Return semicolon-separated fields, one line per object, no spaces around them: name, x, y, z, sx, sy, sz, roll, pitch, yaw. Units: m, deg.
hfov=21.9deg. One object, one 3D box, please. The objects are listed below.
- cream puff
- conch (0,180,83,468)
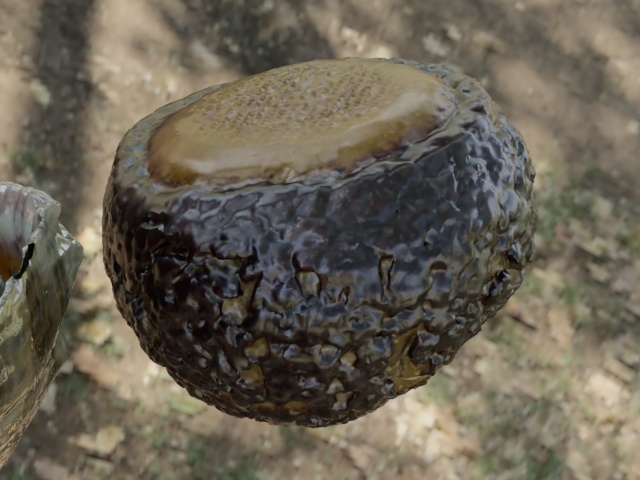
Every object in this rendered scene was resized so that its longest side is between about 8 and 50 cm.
cream puff;0.000;0.000;0.898;0.239;0.165;0.239;-10;25;5
conch;-0.211;0.060;0.745;0.210;0.159;0.291;7;38;17
